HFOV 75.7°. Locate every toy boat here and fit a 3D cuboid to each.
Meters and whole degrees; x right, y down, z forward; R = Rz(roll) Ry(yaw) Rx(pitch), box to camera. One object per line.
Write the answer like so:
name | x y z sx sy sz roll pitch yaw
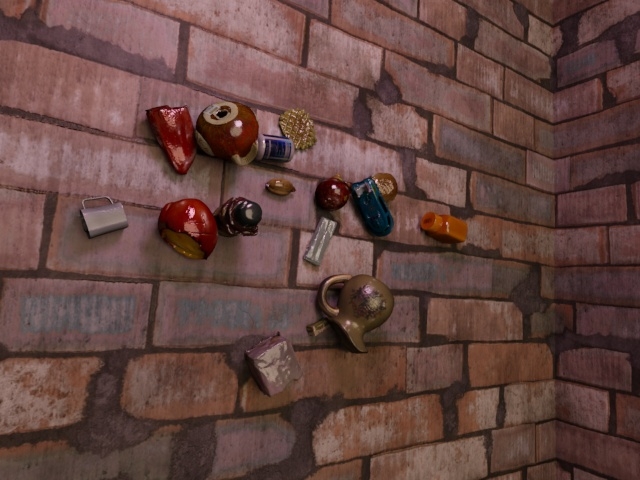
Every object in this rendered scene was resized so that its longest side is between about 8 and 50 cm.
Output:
toy boat | 0.239 -0.133 1.894 0.298 0.134 0.092 60 20 -21

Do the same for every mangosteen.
mangosteen | 0.055 -0.212 1.828 0.156 0.181 0.145 25 116 -11

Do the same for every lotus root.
lotus root | -0.163 -0.225 1.722 0.152 0.063 0.072 9 119 -34

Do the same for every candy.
candy | -0.179 0.482 1.615 0.185 0.137 0.195 -24 97 -31

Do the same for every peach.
peach | -0.464 -0.032 1.452 0.190 0.196 0.226 -13 91 1

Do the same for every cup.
cup | -0.720 -0.082 1.353 0.130 0.095 0.128 -20 95 -34

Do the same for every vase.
vase | 0.131 0.285 1.782 0.329 0.241 0.302 36 72 0

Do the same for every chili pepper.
chili pepper | -0.520 -0.368 1.502 0.144 0.137 0.252 -65 142 -69

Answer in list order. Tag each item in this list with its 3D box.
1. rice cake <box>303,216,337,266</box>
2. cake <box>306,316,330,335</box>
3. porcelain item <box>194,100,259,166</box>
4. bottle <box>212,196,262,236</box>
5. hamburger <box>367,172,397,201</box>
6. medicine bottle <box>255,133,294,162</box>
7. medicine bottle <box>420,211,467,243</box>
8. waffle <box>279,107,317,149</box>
rice cake | 0.000 0.000 1.818 0.085 0.040 0.226 32 71 -25
cake | -0.002 0.372 1.798 0.140 0.055 0.051 -19 95 -49
porcelain item | -0.340 -0.390 1.547 0.253 0.253 0.252 3 85 -31
bottle | -0.298 -0.078 1.505 0.156 0.271 0.143 45 65 -21
hamburger | 0.281 -0.237 1.957 0.159 0.131 0.184 28 76 -23
medicine bottle | -0.211 -0.377 1.679 0.192 0.107 0.106 -1 87 -31
medicine bottle | 0.640 -0.066 2.152 0.222 0.149 0.111 21 75 -28
waffle | -0.094 -0.488 1.802 0.169 0.036 0.183 -28 101 -32
